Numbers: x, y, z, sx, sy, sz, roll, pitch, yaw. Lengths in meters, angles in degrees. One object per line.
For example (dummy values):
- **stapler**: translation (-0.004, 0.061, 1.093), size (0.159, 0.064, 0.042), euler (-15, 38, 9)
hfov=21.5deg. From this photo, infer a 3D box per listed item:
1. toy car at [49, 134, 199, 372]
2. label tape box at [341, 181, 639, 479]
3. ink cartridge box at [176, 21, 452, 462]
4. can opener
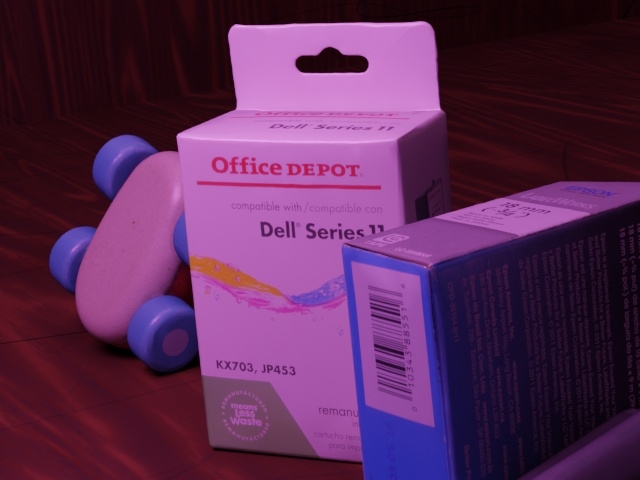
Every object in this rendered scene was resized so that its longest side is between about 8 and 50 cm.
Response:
- **toy car**: translation (-0.118, 0.030, 1.769), size (0.238, 0.210, 0.219), euler (20, 11, -41)
- **label tape box**: translation (0.184, 0.087, 1.262), size (0.334, 0.240, 0.106), euler (-15, 17, -35)
- **ink cartridge box**: translation (0.000, 0.000, 1.418), size (0.207, 0.353, 0.119), euler (2, 17, 24)
- **can opener**: translation (0.210, 0.120, 1.173), size (0.283, 0.095, 0.076), euler (-27, -4, -26)
